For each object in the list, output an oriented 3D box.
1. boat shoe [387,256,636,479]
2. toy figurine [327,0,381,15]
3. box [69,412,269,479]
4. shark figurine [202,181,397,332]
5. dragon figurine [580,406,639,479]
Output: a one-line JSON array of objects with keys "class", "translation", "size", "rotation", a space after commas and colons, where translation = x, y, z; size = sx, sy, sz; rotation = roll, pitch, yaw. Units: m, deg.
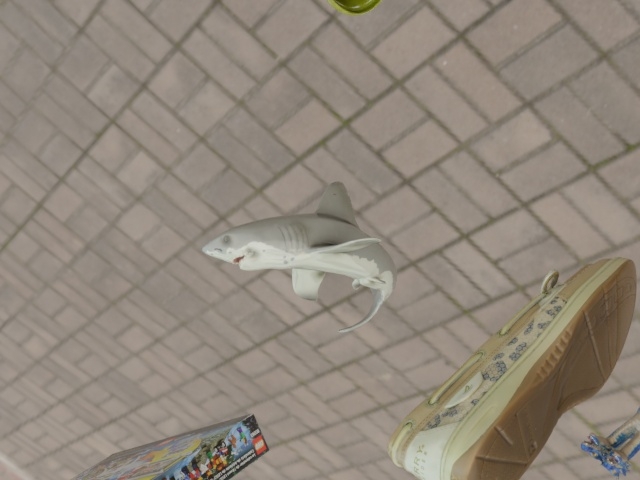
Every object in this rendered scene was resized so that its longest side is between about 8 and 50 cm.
[{"class": "boat shoe", "translation": [0.171, 0.099, 0.781], "size": [0.089, 0.285, 0.104], "rotation": [17, 132, 41]}, {"class": "toy figurine", "translation": [-0.072, -0.392, 0.934], "size": [0.217, 0.191, 0.362], "rotation": [23, 176, 34]}, {"class": "box", "translation": [-0.186, 0.246, 0.941], "size": [0.233, 0.159, 0.044], "rotation": [-23, 90, 37]}, {"class": "shark figurine", "translation": [0.028, 0.002, 0.988], "size": [0.166, 0.116, 0.278], "rotation": [-20, 152, 31]}, {"class": "dragon figurine", "translation": [0.511, 0.290, 1.428], "size": [0.085, 0.289, 0.144], "rotation": [50, 119, 37]}]
